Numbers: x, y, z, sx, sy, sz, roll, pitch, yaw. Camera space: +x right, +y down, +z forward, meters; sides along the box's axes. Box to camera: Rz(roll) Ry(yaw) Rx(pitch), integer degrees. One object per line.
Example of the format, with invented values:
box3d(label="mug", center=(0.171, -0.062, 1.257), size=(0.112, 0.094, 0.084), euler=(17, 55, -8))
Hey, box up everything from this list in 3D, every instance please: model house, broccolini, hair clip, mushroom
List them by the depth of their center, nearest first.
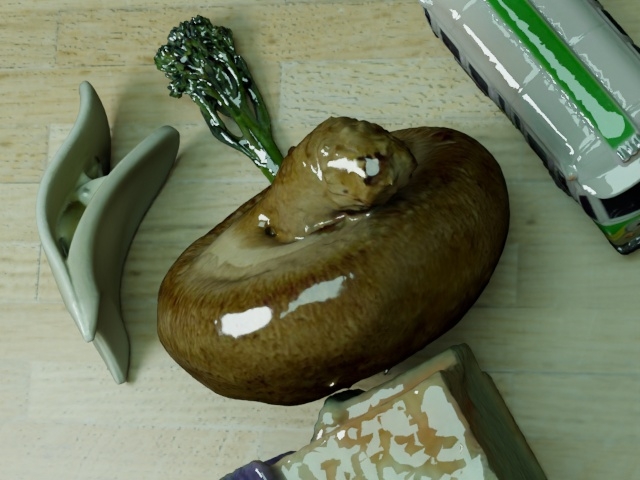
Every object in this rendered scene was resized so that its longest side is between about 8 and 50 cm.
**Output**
box3d(label="model house", center=(0.050, 0.254, 1.763), size=(0.280, 0.312, 0.245), euler=(-30, 84, 10))
box3d(label="mushroom", center=(0.009, 0.023, 1.820), size=(0.345, 0.345, 0.239), euler=(-12, 86, 13))
box3d(label="hair clip", center=(-0.223, -0.020, 1.973), size=(0.113, 0.172, 0.282), euler=(12, 74, 10))
box3d(label="broccolini", center=(-0.088, -0.141, 2.002), size=(0.091, 0.068, 0.202), euler=(-36, 72, -13))

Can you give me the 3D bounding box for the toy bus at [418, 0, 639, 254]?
box3d(label="toy bus", center=(0.232, -0.150, 1.851), size=(0.143, 0.179, 0.305), euler=(-39, 72, 6))
